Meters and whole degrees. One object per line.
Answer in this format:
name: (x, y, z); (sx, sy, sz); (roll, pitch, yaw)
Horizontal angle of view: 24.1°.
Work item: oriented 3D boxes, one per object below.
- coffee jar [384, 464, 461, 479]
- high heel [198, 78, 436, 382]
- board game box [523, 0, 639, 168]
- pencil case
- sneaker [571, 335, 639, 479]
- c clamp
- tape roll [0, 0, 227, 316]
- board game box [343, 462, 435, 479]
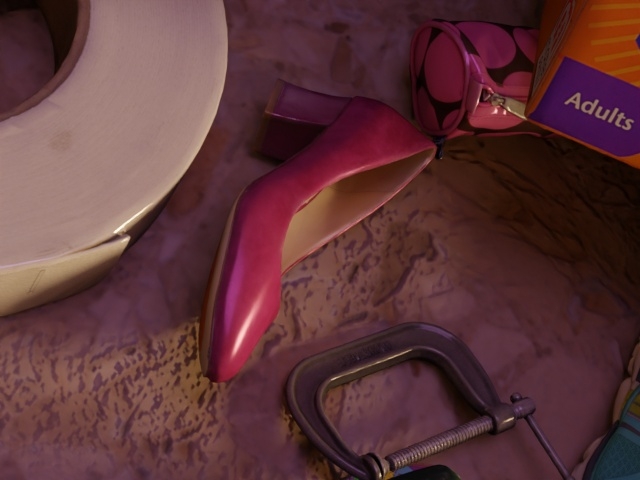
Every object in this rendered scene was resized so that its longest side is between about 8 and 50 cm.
coffee jar: (-0.005, 0.186, 0.804); (0.184, 0.079, 0.096); (-10, 63, -14)
high heel: (0.000, 0.000, 0.929); (0.117, 0.082, 0.244); (18, 44, -3)
board game box: (0.375, -0.229, 0.944); (0.357, 0.356, 0.356); (23, 35, -3)
pencil case: (0.168, -0.107, 1.053); (0.209, 0.098, 0.095); (-4, 101, -25)
sneaker: (0.233, 0.127, 0.944); (0.107, 0.110, 0.275); (28, 56, -8)
c clamp: (0.063, 0.108, 0.920); (0.161, 0.022, 0.137); (-12, 58, -29)
tape roll: (-0.246, -0.135, 0.897); (0.392, 0.072, 0.392); (11, 59, -19)
board game box: (0.070, 0.203, 0.875); (0.133, 0.033, 0.168); (-37, 82, -35)
